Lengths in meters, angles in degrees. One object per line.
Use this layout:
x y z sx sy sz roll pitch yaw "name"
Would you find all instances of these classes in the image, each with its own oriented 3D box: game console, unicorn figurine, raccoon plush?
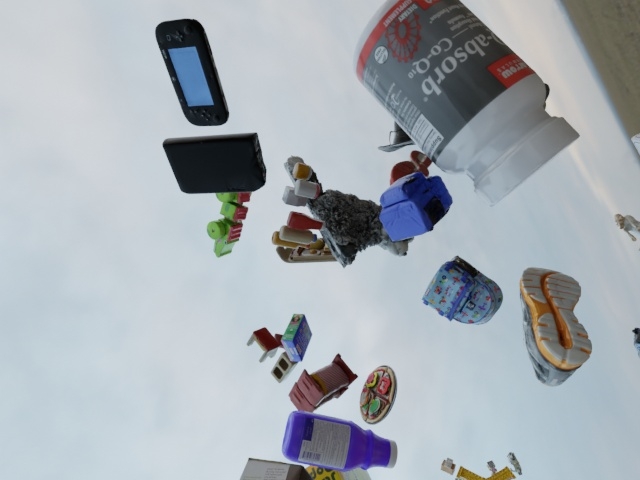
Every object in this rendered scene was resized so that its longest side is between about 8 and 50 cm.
-0.248 -0.256 0.851 0.043 0.214 0.361 -75 -21 -50 "game console"
0.804 -0.019 1.032 0.162 0.060 0.111 43 -152 -9 "unicorn figurine"
0.121 -0.130 1.286 0.446 0.299 0.216 61 174 -7 "raccoon plush"

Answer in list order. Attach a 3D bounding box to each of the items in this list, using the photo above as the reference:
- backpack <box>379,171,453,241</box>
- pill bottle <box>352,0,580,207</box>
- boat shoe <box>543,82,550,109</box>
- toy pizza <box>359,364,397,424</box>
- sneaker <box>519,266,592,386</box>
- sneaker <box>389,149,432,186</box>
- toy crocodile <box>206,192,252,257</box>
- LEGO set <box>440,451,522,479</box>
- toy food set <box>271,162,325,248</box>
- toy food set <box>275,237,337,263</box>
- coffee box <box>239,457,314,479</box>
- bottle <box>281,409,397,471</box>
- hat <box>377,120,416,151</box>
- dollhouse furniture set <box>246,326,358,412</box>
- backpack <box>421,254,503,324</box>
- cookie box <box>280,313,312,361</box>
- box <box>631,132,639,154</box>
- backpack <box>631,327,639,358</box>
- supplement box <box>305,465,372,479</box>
0.172 -0.069 0.724 0.120 0.098 0.101 -37 -73 -36 "backpack"
0.242 -0.248 0.715 0.362 0.210 0.210 51 -144 13 "pill bottle"
0.425 -0.273 0.851 0.224 0.074 0.080 -5 -80 -68 "boat shoe"
0.186 0.516 1.391 0.032 0.201 0.201 29 -132 -18 "toy pizza"
0.332 0.116 0.607 0.214 0.084 0.083 -56 -28 -49 "sneaker"
0.221 -0.140 1.059 0.087 0.128 0.221 31 -141 17 "sneaker"
-0.292 -0.093 1.380 0.105 0.340 0.115 28 -157 24 "toy crocodile"
0.597 0.879 1.520 0.132 0.287 0.107 -91 -10 -54 "LEGO set"
-0.040 -0.074 1.061 0.105 0.232 0.111 11 -161 -23 "toy food set"
0.000 0.000 1.610 0.219 0.307 0.092 -69 -26 -67 "toy food set"
-0.076 0.441 0.532 0.141 0.098 0.246 64 -149 -29 "coffee box"
0.050 0.509 1.031 0.283 0.092 0.118 15 -107 -9 "bottle"
0.371 -0.453 1.671 0.331 0.332 0.133 -20 -80 -52 "hat"
-0.073 0.445 1.540 0.374 0.152 0.201 44 -149 25 "dollhouse furniture set"
0.380 0.149 1.091 0.173 0.158 0.117 38 -154 23 "backpack"
-0.068 0.285 1.211 0.107 0.040 0.091 -64 -37 -51 "cookie box"
0.648 -0.108 0.661 0.169 0.087 0.290 53 -158 -8 "box"
0.973 0.313 1.192 0.114 0.105 0.084 34 -113 -39 "backpack"
0.057 0.831 1.286 0.195 0.194 0.356 54 179 42 "supplement box"
